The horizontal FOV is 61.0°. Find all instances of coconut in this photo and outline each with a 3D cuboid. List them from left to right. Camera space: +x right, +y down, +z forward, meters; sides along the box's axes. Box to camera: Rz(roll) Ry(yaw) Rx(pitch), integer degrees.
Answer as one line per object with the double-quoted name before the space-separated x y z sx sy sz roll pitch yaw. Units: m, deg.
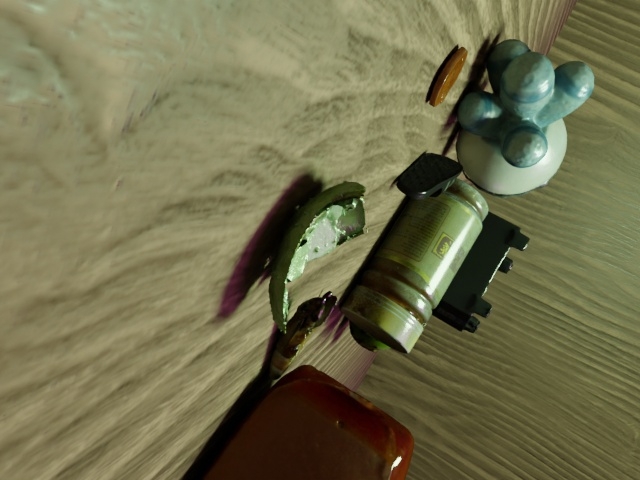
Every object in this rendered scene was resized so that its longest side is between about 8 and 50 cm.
"coconut" -0.003 -0.001 0.503 0.158 0.055 0.133 -44 158 -51

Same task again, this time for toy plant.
"toy plant" 0.379 -0.240 1.039 0.247 0.247 0.332 -58 162 -5

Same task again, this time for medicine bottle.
"medicine bottle" 0.185 0.039 1.040 0.323 0.151 0.151 -56 166 -13

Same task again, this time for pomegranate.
"pomegranate" 0.130 0.161 1.146 0.169 0.122 0.143 -15 -141 58

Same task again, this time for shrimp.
"shrimp" -0.009 0.103 0.728 0.148 0.035 0.195 -42 165 -44

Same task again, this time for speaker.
"speaker" 0.290 0.042 1.213 0.232 0.253 0.184 -57 164 -12

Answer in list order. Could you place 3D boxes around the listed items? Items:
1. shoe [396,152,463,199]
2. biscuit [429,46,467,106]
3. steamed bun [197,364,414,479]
"shoe" 0.177 -0.098 0.913 0.179 0.071 0.049 -34 152 -47
"biscuit" 0.175 -0.224 0.754 0.091 0.015 0.078 -51 165 -30
"steamed bun" -0.052 0.374 0.726 0.379 0.235 0.248 -53 164 -20
